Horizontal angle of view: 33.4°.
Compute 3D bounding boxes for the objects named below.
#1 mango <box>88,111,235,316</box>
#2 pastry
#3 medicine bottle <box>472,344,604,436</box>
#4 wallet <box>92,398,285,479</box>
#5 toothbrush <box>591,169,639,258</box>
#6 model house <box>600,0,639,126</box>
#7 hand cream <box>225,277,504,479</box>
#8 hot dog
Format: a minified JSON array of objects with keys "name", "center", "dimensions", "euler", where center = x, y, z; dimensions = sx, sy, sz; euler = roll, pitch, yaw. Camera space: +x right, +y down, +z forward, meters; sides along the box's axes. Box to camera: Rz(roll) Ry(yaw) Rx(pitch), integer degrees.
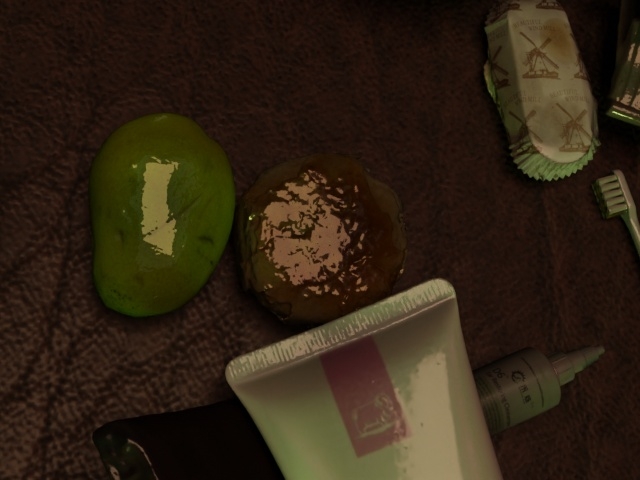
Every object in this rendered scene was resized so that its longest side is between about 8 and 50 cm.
[{"name":"mango","center":[-0.126,-0.021,0.855],"dimensions":[0.117,0.089,0.163],"euler":[-1,86,-19]},{"name":"pastry","center":[0.000,0.001,0.878],"dimensions":[0.153,0.081,0.153],"euler":[6,72,-17]},{"name":"medicine bottle","center":[0.157,0.127,0.891],"dimensions":[0.199,0.057,0.058],"euler":[-20,79,-19]},{"name":"wallet","center":[-0.063,0.198,0.739],"dimensions":[0.049,0.229,0.182],"euler":[-30,80,12]},{"name":"toothbrush","center":[0.317,0.096,0.959],"dimensions":[0.030,0.025,0.342],"euler":[-16,78,-11]},{"name":"model house","center":[0.353,-0.176,1.001],"dimensions":[0.229,0.122,0.188],"euler":[15,73,-12]},{"name":"hand cream","center":[0.077,0.223,0.790],"dimensions":[0.185,0.118,0.359],"euler":[-22,86,2]},{"name":"hot dog","center":[0.204,-0.148,0.992],"dimensions":[0.099,0.053,0.192],"euler":[-6,72,-17]}]
